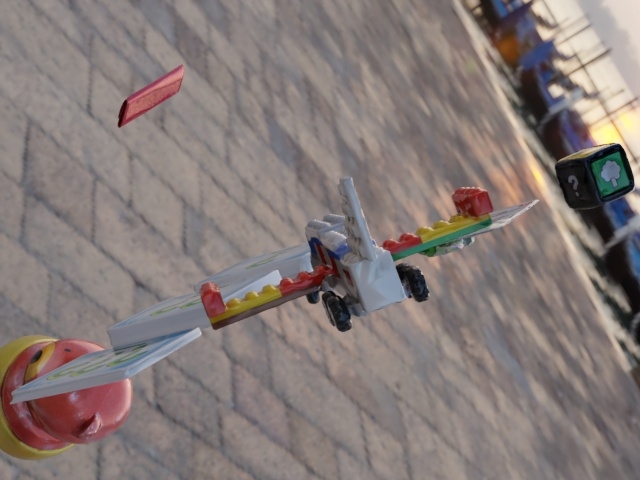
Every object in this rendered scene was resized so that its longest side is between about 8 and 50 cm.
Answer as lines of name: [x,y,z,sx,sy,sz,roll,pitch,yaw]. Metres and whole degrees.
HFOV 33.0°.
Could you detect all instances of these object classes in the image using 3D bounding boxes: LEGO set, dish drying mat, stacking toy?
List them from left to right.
stacking toy: [-0.308,0.190,0.920,0.279,0.130,0.308,35,59,-37]
dish drying mat: [-0.147,-0.126,0.936,0.008,0.032,0.083,36,42,10]
LEGO set: [0.000,0.000,0.460,0.182,0.244,0.060,-29,101,-53]
